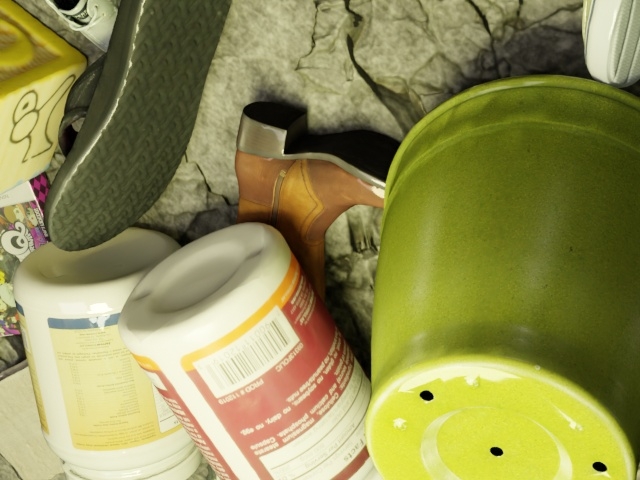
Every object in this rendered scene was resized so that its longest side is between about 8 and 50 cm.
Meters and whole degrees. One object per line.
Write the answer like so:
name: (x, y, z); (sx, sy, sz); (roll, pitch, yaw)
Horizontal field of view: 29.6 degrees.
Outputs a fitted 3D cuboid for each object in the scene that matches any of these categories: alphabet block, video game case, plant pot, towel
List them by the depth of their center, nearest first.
plant pot: (0.199, 0.089, 1.172); (0.367, 0.353, 0.366); (10, 131, 12)
alphabet block: (-0.452, -0.187, 1.578); (0.193, 0.192, 0.197); (36, 125, 8)
video game case: (-0.441, 0.024, 1.764); (0.210, 0.042, 0.232); (-8, 108, 35)
towel: (-0.416, 0.270, 1.850); (0.282, 0.049, 0.187); (-26, 106, 40)

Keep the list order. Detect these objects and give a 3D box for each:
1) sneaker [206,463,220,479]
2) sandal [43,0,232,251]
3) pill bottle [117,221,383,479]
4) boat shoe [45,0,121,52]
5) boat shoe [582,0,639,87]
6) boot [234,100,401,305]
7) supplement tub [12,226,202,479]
sneaker: (-0.149, 0.355, 1.764); (0.035, 0.031, 0.083); (26, 120, 33)
sandal: (-0.231, -0.181, 1.492); (0.107, 0.168, 0.445); (47, 122, 34)
pill bottle: (-0.053, 0.193, 1.473); (0.224, 0.224, 0.392); (-12, 120, 34)
boat shoe: (-0.293, -0.291, 1.462); (0.079, 0.081, 0.227); (-31, 119, 23)
boat shoe: (0.297, -0.299, 1.157); (0.094, 0.109, 0.302); (33, 126, 43)
boot: (0.000, 0.000, 1.466); (0.264, 0.096, 0.280); (18, 124, 16)
supplement tub: (-0.271, 0.163, 1.616); (0.228, 0.228, 0.316); (7, 116, 27)
